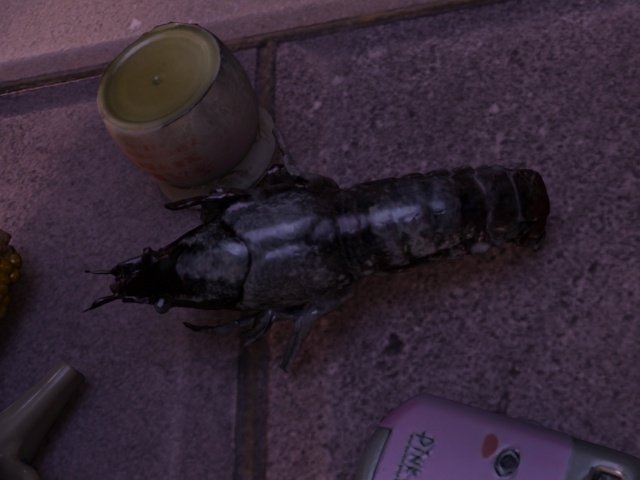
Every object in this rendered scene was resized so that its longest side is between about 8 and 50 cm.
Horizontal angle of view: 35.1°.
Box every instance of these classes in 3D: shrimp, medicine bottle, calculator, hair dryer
[{"bbox_3d":[-0.004,0.000,0.907,0.410,0.166,0.222,-13,84,16],"label":"shrimp"},{"bbox_3d":[-0.132,-0.123,1.024,0.147,0.143,0.147,-11,55,16],"label":"medicine bottle"},{"bbox_3d":[0.145,0.209,0.795,0.246,0.045,0.141,15,66,24],"label":"calculator"},{"bbox_3d":[-0.246,0.176,0.894,0.199,0.067,0.167,-9,42,46],"label":"hair dryer"}]

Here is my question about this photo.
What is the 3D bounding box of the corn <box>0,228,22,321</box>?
[{"bbox_3d":[-0.379,0.125,0.986,0.096,0.097,0.320,8,65,22],"label":"corn"}]
